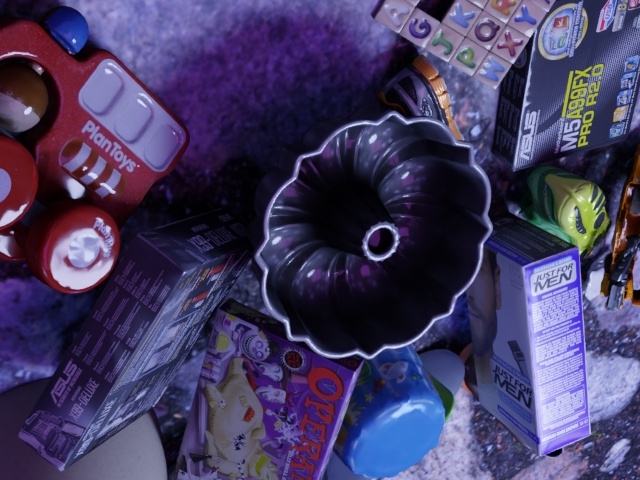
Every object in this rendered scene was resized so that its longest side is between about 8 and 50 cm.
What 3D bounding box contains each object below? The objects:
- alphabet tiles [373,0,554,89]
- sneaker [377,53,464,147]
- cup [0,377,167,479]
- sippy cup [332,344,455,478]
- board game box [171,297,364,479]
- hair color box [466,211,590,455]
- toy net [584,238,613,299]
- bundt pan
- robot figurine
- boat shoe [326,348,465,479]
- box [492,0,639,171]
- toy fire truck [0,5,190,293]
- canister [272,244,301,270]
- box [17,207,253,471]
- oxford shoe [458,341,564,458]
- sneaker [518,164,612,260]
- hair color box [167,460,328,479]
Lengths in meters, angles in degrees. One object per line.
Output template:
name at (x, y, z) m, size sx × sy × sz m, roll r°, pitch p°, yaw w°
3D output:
alphabet tiles at (0.209, -0.334, 1.154) m, size 0.198 × 0.009 × 0.237 m, roll 25°, pitch 110°, yaw -21°
sneaker at (0.143, -0.149, 1.257) m, size 0.083 × 0.084 × 0.215 m, roll -30°, pitch 125°, yaw -4°
cup at (-0.348, 0.389, 1.266) m, size 0.331 × 0.237 × 0.331 m, roll -16°, pitch 131°, yaw -19°
sippy cup at (0.068, 0.230, 1.401) m, size 0.305 × 0.224 × 0.240 m, roll -18°, pitch 131°, yaw -18°
board game box at (-0.086, 0.272, 1.286) m, size 0.208 × 0.056 × 0.346 m, roll 21°, pitch 115°, yaw 9°
hair color box at (0.323, 0.145, 1.456) m, size 0.110 × 0.185 × 0.338 m, roll -17°, pitch 114°, yaw -18°
toy net at (0.545, 0.007, 1.641) m, size 0.122 × 0.045 × 0.232 m, roll 13°, pitch 118°, yaw -39°
bundt pan at (0.049, -0.020, 1.179) m, size 0.331 × 0.124 × 0.330 m, roll -11°, pitch 116°, yaw -23°
robot figurine at (0.514, -0.023, 1.475) m, size 0.211 × 0.085 × 0.291 m, roll -24°, pitch 125°, yaw -70°
boat shoe at (0.138, 0.320, 1.583) m, size 0.306 × 0.113 × 0.105 m, roll -52°, pitch 155°, yaw -10°
box at (0.366, -0.248, 1.323) m, size 0.216 × 0.060 × 0.270 m, roll -16°, pitch 130°, yaw -20°
toy fire truck at (-0.299, -0.108, 0.987) m, size 0.254 × 0.169 × 0.302 m, roll -58°, pitch 137°, yaw -14°
canister at (0.000, 0.000, 1.287) m, size 0.170 × 0.073 × 0.126 m, roll -29°, pitch 133°, yaw -10°
box at (-0.217, 0.115, 1.150) m, size 0.307 × 0.076 × 0.242 m, roll -56°, pitch 171°, yaw 18°
oxford shoe at (0.364, 0.287, 1.683) m, size 0.130 × 0.132 × 0.364 m, roll -41°, pitch 134°, yaw 4°
sneaker at (0.388, -0.043, 1.466) m, size 0.109 × 0.123 × 0.295 m, roll -44°, pitch 153°, yaw -5°
hair color box at (-0.088, 0.448, 1.553) m, size 0.185 × 0.113 × 0.374 m, roll -44°, pitch 133°, yaw 7°
